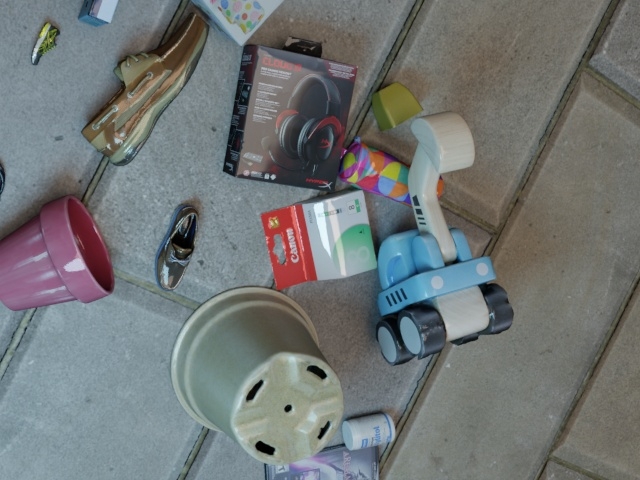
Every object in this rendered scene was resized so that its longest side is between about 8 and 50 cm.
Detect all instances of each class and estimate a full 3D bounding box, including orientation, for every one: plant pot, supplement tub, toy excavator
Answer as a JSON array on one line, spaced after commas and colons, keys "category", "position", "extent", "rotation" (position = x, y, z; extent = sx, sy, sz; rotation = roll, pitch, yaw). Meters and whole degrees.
[{"category": "plant pot", "position": [-0.107, 0.290, 1.714], "extent": [0.334, 0.305, 0.333], "rotation": [-5, 103, -21]}, {"category": "supplement tub", "position": [0.111, 0.438, 1.956], "extent": [0.107, 0.071, 0.071], "rotation": [-8, 104, -20]}, {"category": "plant pot", "position": [0.156, -0.291, 1.824], "extent": [0.081, 0.081, 0.083], "rotation": [-31, 98, -13]}, {"category": "toy excavator", "position": [0.227, 0.005, 1.773], "extent": [0.222, 0.433, 0.445], "rotation": [-15, 80, -20]}, {"category": "plant pot", "position": [-0.506, 0.040, 1.580], "extent": [0.180, 0.201, 0.201], "rotation": [-23, 109, 1]}]

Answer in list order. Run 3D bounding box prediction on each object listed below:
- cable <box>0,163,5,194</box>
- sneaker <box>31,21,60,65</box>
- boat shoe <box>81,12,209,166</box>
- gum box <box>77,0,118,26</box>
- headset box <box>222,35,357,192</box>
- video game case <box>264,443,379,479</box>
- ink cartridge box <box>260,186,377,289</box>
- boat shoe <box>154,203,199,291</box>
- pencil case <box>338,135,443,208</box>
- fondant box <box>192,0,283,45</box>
[{"category": "cable", "position": [-0.655, -0.109, 1.559], "extent": [0.151, 0.047, 0.184], "rotation": [26, 90, -24]}, {"category": "sneaker", "position": [-0.507, -0.359, 1.574], "extent": [0.035, 0.031, 0.083], "rotation": [23, 92, -24]}, {"category": "boat shoe", "position": [-0.332, -0.298, 1.609], "extent": [0.120, 0.122, 0.324], "rotation": [34, 87, -21]}, {"category": "gum box", "position": [-0.379, -0.464, 1.519], "extent": [0.041, 0.184, 0.157], "rotation": [19, 93, -23]}, {"category": "headset box", "position": [-0.061, -0.260, 1.725], "extent": [0.218, 0.110, 0.293], "rotation": [8, 98, -22]}, {"category": "video game case", "position": [0.008, 0.574, 1.970], "extent": [0.274, 0.026, 0.196], "rotation": [-7, 103, -19]}, {"category": "ink cartridge box", "position": [0.000, 0.000, 1.835], "extent": [0.225, 0.056, 0.181], "rotation": [-17, 106, -19]}, {"category": "boat shoe", "position": [-0.289, 0.018, 1.716], "extent": [0.066, 0.066, 0.183], "rotation": [11, 97, -23]}, {"category": "pencil case", "position": [0.150, -0.139, 1.839], "extent": [0.236, 0.104, 0.104], "rotation": [21, 92, -24]}, {"category": "fondant box", "position": [-0.178, -0.562, 1.566], "extent": [0.238, 0.096, 0.330], "rotation": [-49, 134, -6]}]
